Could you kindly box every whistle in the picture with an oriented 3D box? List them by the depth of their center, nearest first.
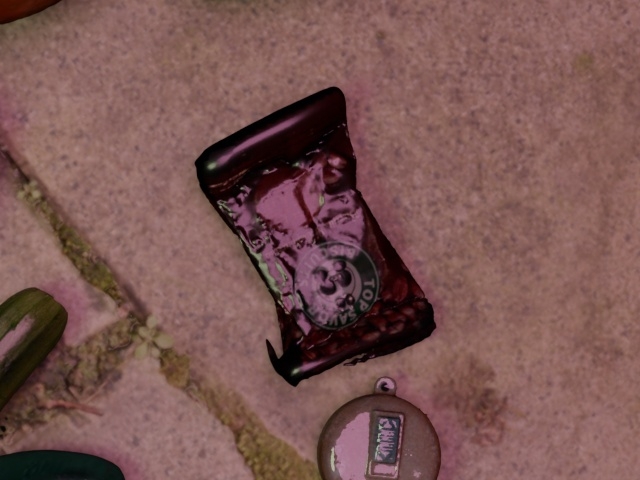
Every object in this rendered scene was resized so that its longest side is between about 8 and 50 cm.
[{"bbox_3d":[0.046,0.226,1.244,0.107,0.057,0.220,8,85,-8],"label":"whistle"}]

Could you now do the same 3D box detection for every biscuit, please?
[{"bbox_3d":[-0.006,0.002,1.258,0.151,0.063,0.235,-24,90,-9],"label":"biscuit"}]

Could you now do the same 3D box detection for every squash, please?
[{"bbox_3d":[-0.296,0.136,1.202,0.066,0.066,0.229,39,78,-2],"label":"squash"}]

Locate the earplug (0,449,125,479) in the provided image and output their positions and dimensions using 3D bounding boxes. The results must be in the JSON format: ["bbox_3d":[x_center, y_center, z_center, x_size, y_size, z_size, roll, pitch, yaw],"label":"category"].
[{"bbox_3d":[-0.242,0.310,1.121,0.164,0.257,0.280,-17,85,14],"label":"earplug"}]

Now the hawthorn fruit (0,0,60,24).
[{"bbox_3d":[-0.260,-0.287,1.157,0.205,0.253,0.205,1,82,-9],"label":"hawthorn fruit"}]
